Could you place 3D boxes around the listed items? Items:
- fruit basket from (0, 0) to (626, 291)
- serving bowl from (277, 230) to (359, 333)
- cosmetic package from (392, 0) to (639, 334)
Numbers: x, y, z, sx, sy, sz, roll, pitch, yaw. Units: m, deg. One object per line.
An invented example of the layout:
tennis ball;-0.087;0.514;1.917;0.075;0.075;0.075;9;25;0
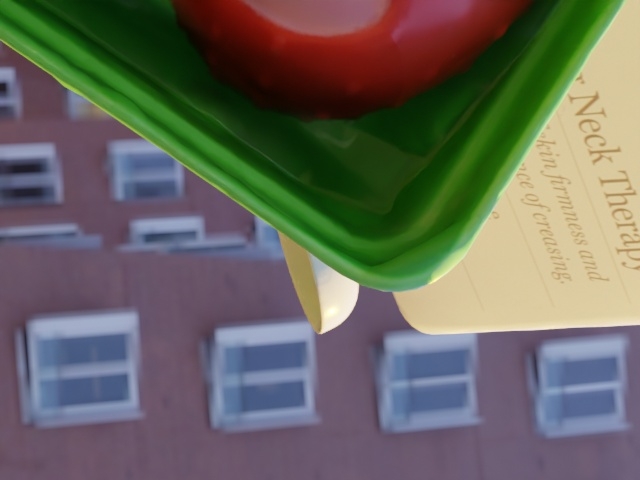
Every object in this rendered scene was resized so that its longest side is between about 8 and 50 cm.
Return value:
fruit basket;-0.035;-0.189;0.650;0.283;0.392;0.392;-57;-156;-5
serving bowl;0.000;0.000;0.905;0.083;0.027;0.083;163;-90;-81
cosmetic package;0.218;-0.173;1.173;0.329;0.393;0.327;62;34;-40
